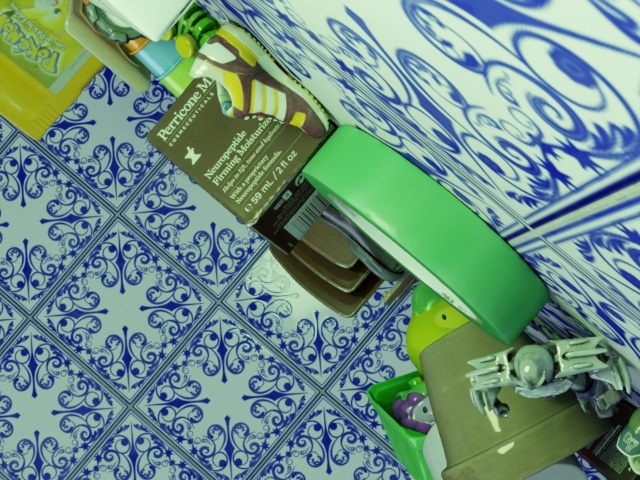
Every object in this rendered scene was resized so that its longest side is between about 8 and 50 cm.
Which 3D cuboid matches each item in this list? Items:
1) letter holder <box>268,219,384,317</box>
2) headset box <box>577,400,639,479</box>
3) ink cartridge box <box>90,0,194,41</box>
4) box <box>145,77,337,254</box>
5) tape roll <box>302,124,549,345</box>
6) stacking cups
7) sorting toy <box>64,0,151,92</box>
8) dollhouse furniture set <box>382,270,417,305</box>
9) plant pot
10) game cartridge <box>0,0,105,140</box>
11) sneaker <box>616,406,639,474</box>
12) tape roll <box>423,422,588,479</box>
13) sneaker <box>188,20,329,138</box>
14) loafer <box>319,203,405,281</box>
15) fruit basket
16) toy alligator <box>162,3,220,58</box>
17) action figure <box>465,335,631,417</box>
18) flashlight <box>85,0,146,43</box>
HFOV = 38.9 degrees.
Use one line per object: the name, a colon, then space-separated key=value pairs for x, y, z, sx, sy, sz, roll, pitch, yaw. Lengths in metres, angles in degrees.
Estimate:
letter holder: x=0.000 y=0.000 z=1.992 sx=0.302 sy=0.214 sz=0.152 roll=40 pitch=179 yaw=35
headset box: x=0.508 y=0.352 z=1.438 sx=0.218 sy=0.110 sz=0.293 roll=40 pitch=179 yaw=-16
ink cartridge box: x=-0.213 y=-0.285 z=0.837 sx=0.158 sy=0.092 sz=0.218 roll=41 pitch=177 yaw=-37
box: x=-0.085 y=-0.118 z=1.216 sx=0.203 sy=0.168 sz=0.167 roll=39 pitch=180 yaw=20
tape roll: x=0.123 y=-0.006 z=1.080 sx=0.321 sy=0.077 sz=0.321 roll=40 pitch=179 yaw=1
stacking cups: x=-0.282 y=-0.336 z=1.600 sx=0.316 sy=0.096 sz=0.096 roll=44 pitch=177 yaw=-29
sorting toy: x=-0.381 y=-0.382 z=1.629 sx=0.193 sy=0.038 sz=0.208 roll=41 pitch=-150 yaw=-38
dollhouse furniture set: x=0.113 y=0.030 z=1.682 sx=0.151 sy=0.123 sz=0.144 roll=40 pitch=179 yaw=16
plant pot: x=0.261 y=0.238 z=1.359 sx=0.229 sy=0.263 sz=0.263 roll=61 pitch=-176 yaw=14
game cartridge: x=-0.538 y=-0.391 z=1.694 sx=0.285 sy=0.324 sz=0.052 roll=40 pitch=-179 yaw=-33
sneaker: x=0.433 y=0.267 z=1.175 sx=0.064 sy=0.086 sz=0.192 roll=39 pitch=179 yaw=42
tape roll: x=0.322 y=0.401 z=1.594 sx=0.246 sy=0.246 sz=0.169 roll=41 pitch=-162 yaw=-41
sneaker: x=-0.070 y=-0.164 z=1.043 sx=0.185 sy=0.084 sz=0.069 roll=41 pitch=179 yaw=-32
loafer: x=0.053 y=-0.064 z=1.560 sx=0.302 sy=0.095 sz=0.109 roll=45 pitch=-151 yaw=2
fruit basket: x=0.286 y=0.268 z=1.805 sx=0.392 sy=0.392 sz=0.283 roll=41 pitch=179 yaw=-25
toy alligator: x=-0.139 y=-0.247 z=1.094 sx=0.189 sy=0.056 sz=0.051 roll=40 pitch=139 yaw=16
action figure: x=0.286 y=0.169 z=1.105 sx=0.185 sy=0.099 sz=0.285 roll=-3 pitch=170 yaw=26
flashlight: x=-0.289 y=-0.334 z=1.323 sx=0.103 sy=0.103 sz=0.304 roll=37 pitch=179 yaw=-16
